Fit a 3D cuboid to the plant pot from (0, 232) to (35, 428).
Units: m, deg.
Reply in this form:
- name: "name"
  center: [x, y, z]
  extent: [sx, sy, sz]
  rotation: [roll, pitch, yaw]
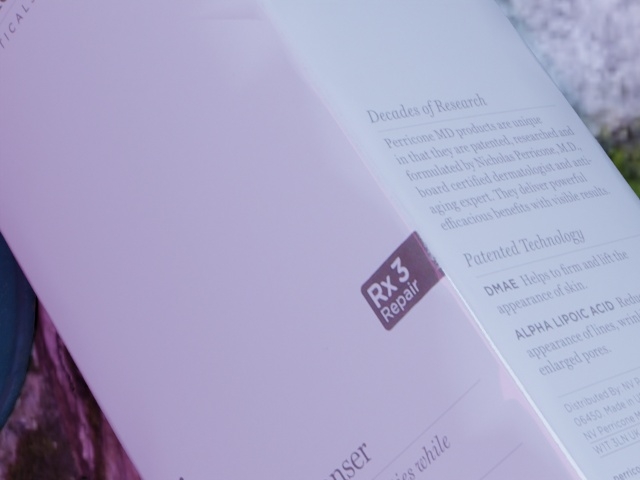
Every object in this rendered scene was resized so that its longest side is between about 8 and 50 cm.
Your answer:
- name: "plant pot"
  center: [-0.349, 0.028, 1.013]
  extent: [0.272, 0.255, 0.271]
  rotation: [7, 102, 40]

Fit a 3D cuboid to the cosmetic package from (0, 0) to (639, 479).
- name: "cosmetic package"
  center: [0.000, 0.000, 0.773]
  extent: [0.385, 0.156, 0.217]
  rotation: [55, 129, 19]
